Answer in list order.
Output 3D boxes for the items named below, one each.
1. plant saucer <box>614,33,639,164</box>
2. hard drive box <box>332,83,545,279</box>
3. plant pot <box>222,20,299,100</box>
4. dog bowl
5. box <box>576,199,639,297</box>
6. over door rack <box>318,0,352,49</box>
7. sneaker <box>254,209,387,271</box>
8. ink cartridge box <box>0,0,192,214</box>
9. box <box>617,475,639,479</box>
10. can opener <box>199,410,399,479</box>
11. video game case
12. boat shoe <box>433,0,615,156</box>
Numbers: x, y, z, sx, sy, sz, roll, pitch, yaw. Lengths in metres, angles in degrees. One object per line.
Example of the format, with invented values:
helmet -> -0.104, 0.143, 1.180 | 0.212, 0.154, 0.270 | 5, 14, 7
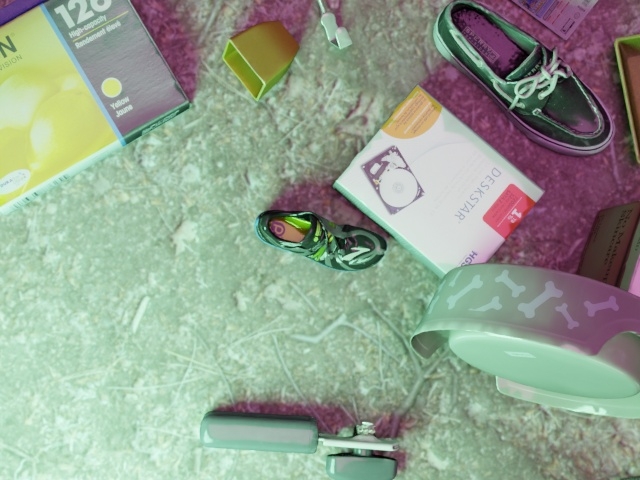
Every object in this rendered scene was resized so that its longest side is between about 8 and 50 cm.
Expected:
plant saucer -> 0.525, -0.212, 1.568 | 0.188, 0.045, 0.188 | -10, 87, -4
hard drive box -> 0.162, -0.073, 1.515 | 0.232, 0.089, 0.181 | 39, 86, -1
plant pot -> -0.077, -0.260, 1.516 | 0.083, 0.081, 0.081 | -38, 90, -15
dog bowl -> 0.294, 0.130, 1.397 | 0.348, 0.349, 0.102 | 17, 73, -3
box -> 0.446, 0.035, 1.455 | 0.127, 0.232, 0.149 | 21, 84, -3
over door rack -> 0.056, -0.463, 1.531 | 0.239, 0.108, 0.324 | -26, 103, -5
sneaker -> 0.000, 0.000, 1.505 | 0.188, 0.078, 0.067 | 14, 86, -4
ink cartridge box -> -0.385, -0.243, 1.499 | 0.303, 0.072, 0.307 | -31, 91, -5
box -> 0.517, 0.337, 1.507 | 0.179, 0.105, 0.043 | -12, 81, -4
can opener -> -0.027, 0.283, 1.489 | 0.280, 0.074, 0.093 | 8, 87, -3
video game case -> 0.334, -0.360, 1.563 | 0.122, 0.011, 0.087 | 36, 111, -1
boat shoe -> 0.295, -0.234, 1.524 | 0.306, 0.105, 0.113 | 44, 85, 0
